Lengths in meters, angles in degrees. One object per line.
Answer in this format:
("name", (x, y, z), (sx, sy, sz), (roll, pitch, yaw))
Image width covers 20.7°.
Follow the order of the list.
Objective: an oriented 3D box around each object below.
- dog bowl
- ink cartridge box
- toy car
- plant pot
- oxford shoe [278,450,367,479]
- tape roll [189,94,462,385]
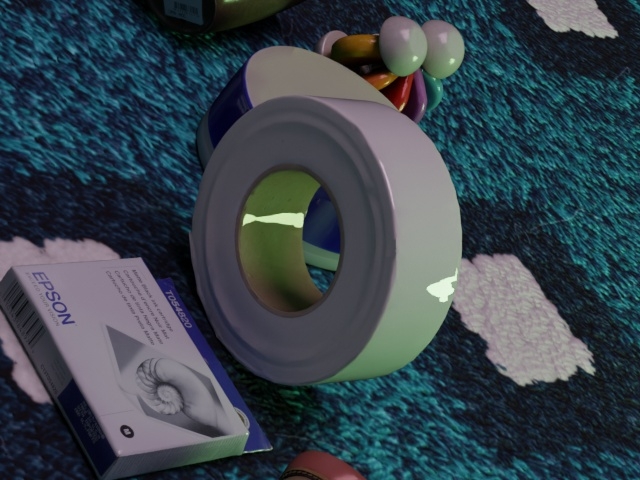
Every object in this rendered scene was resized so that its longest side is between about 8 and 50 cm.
("dog bowl", (-0.004, -0.096, 2.004), (0.265, 0.104, 0.265), (27, 34, -20))
("ink cartridge box", (-0.162, 0.112, 1.636), (0.224, 0.045, 0.223), (-4, 52, -49))
("toy car", (0.090, -0.207, 2.226), (0.182, 0.159, 0.136), (-3, 86, -48))
("plant pot", (-0.109, -0.348, 2.142), (0.215, 0.215, 0.230), (41, 46, 2))
("oxford shoe", (0.067, 0.347, 1.540), (0.348, 0.123, 0.130), (41, 47, 12))
("tape roll", (0.000, 0.000, 1.722), (0.100, 0.286, 0.286), (-1, 50, -46))
